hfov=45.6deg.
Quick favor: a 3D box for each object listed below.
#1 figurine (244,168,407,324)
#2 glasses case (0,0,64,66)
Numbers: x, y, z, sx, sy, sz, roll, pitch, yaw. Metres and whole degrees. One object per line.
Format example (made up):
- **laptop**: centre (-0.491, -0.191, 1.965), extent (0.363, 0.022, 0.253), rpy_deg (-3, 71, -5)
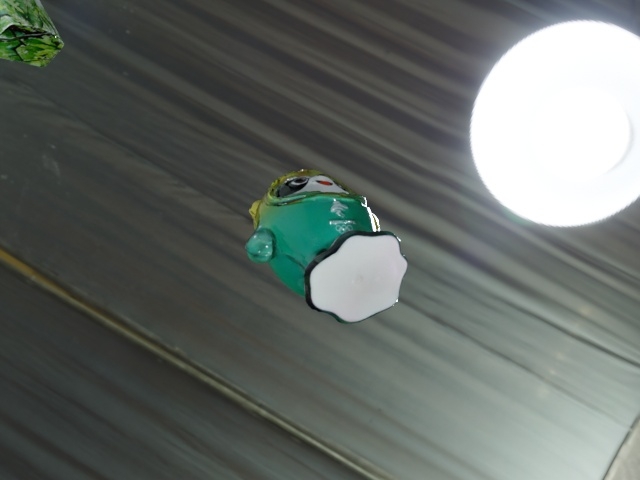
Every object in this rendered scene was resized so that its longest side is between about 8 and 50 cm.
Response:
- **figurine**: centre (0.000, 0.000, 1.448), extent (0.340, 0.324, 0.231), rpy_deg (-130, -134, -57)
- **glasses case**: centre (-0.400, -0.333, 0.890), extent (0.062, 0.272, 0.095), rpy_deg (-37, 168, 23)
